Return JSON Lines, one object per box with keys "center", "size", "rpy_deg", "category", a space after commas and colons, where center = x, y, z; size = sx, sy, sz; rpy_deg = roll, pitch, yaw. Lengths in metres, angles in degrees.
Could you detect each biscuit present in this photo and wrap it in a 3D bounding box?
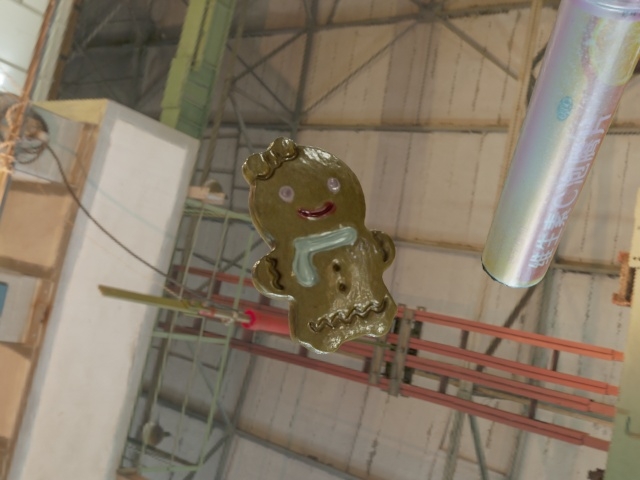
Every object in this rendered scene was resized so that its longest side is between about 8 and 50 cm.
{"center": [0.001, -0.001, 0.755], "size": [0.035, 0.184, 0.249], "rpy_deg": [-30, -106, 59], "category": "biscuit"}

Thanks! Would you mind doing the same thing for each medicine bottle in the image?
{"center": [0.280, -0.112, 0.785], "size": [0.108, 0.426, 0.108], "rpy_deg": [1, -133, -1], "category": "medicine bottle"}
